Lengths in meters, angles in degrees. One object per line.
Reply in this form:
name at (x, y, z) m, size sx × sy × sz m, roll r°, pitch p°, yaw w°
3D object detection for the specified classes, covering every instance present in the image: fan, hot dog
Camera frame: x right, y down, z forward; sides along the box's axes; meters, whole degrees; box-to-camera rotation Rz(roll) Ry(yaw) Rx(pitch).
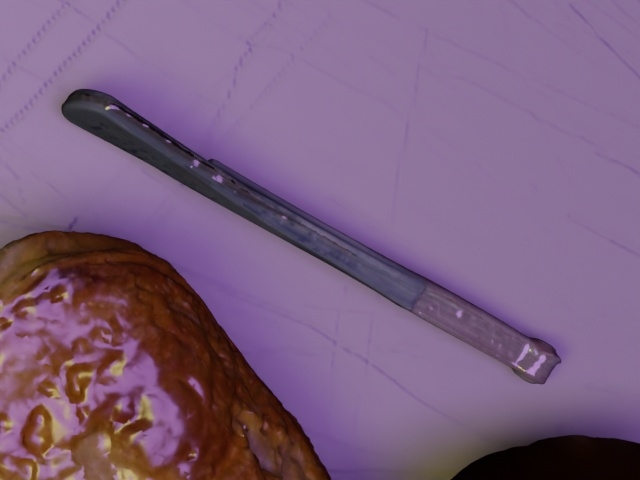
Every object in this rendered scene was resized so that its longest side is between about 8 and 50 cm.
fan at (0.000, 0.000, 0.907) m, size 0.282 × 0.057 × 0.023 m, roll 30°, pitch 76°, yaw -22°
hot dog at (-0.088, 0.117, 0.851) m, size 0.175 × 0.114 × 0.259 m, roll -31°, pitch 100°, yaw -7°

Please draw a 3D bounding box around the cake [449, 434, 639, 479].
cake at (0.122, 0.213, 0.886) m, size 0.185 × 0.208 × 0.178 m, roll 13°, pitch 122°, yaw 12°
